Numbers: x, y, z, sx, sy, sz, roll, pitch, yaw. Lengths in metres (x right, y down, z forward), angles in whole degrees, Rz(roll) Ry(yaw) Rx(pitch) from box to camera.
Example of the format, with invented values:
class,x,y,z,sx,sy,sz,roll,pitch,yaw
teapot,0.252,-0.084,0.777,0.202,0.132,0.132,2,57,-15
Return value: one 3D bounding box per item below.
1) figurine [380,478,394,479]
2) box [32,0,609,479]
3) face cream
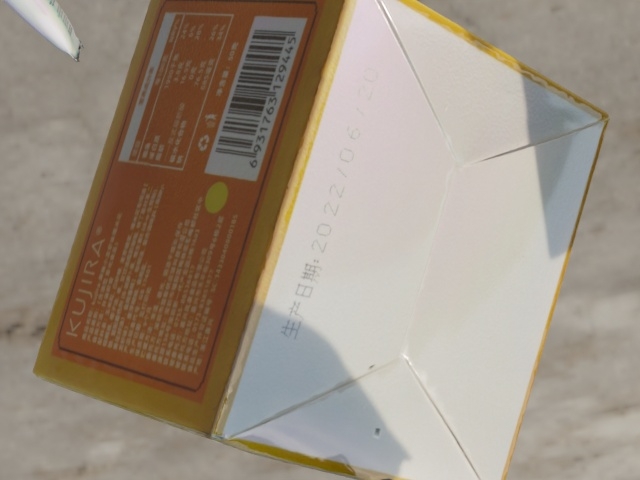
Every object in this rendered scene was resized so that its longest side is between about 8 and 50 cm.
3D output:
class,x,y,z,sx,sy,sz,roll,pitch,yaw
figurine,0.035,0.184,0.924,0.060,0.106,0.047,15,128,-28
box,0.000,0.000,1.060,0.260,0.283,0.214,22,173,-43
face cream,-0.138,-0.120,0.681,0.020,0.038,0.115,-41,109,8
